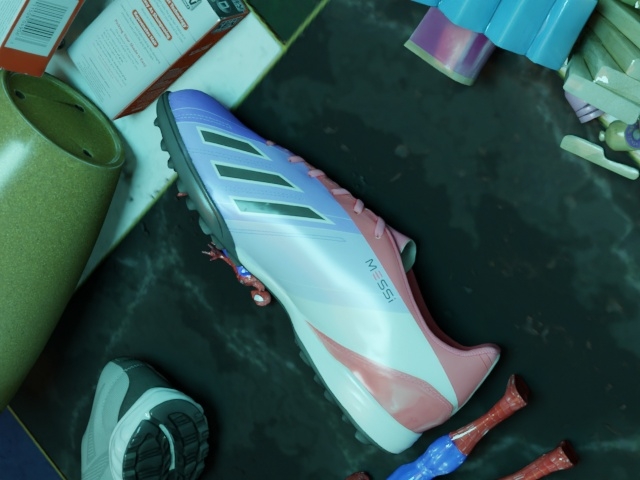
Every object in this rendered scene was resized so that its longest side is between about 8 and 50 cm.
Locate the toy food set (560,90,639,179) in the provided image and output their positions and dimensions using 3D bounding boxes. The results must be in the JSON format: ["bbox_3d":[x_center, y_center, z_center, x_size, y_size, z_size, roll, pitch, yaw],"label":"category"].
[{"bbox_3d":[0.195,-0.101,0.751,0.078,0.019,0.122,27,119,21],"label":"toy food set"}]

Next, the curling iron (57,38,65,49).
[{"bbox_3d":[-0.160,-0.221,0.918,0.274,0.035,0.068,-26,105,33],"label":"curling iron"}]

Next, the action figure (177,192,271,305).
[{"bbox_3d":[-0.075,0.004,0.945,0.115,0.030,0.038,53,161,4],"label":"action figure"}]

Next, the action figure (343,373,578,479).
[{"bbox_3d":[0.063,0.209,0.912,0.280,0.139,0.091,-37,83,13],"label":"action figure"}]

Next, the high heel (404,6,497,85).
[{"bbox_3d":[0.038,-0.214,0.776,0.244,0.082,0.117,41,112,19],"label":"high heel"}]

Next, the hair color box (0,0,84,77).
[{"bbox_3d":[-0.251,-0.215,0.923,0.167,0.053,0.093,50,116,30],"label":"hair color box"}]

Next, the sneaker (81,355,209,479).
[{"bbox_3d":[-0.167,0.220,1.055,0.108,0.100,0.271,44,131,40],"label":"sneaker"}]

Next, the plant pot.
[{"bbox_3d":[-0.284,-0.014,0.971,0.237,0.237,0.254,46,110,9],"label":"plant pot"}]

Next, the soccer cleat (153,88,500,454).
[{"bbox_3d":[0.000,0.000,0.871,0.116,0.108,0.318,-38,81,11],"label":"soccer cleat"}]

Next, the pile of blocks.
[{"bbox_3d":[0.148,-0.150,0.637,0.362,0.149,0.112,27,113,0],"label":"pile of blocks"}]

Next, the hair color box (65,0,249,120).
[{"bbox_3d":[-0.127,-0.161,0.912,0.141,0.043,0.072,-34,88,36],"label":"hair color box"}]
